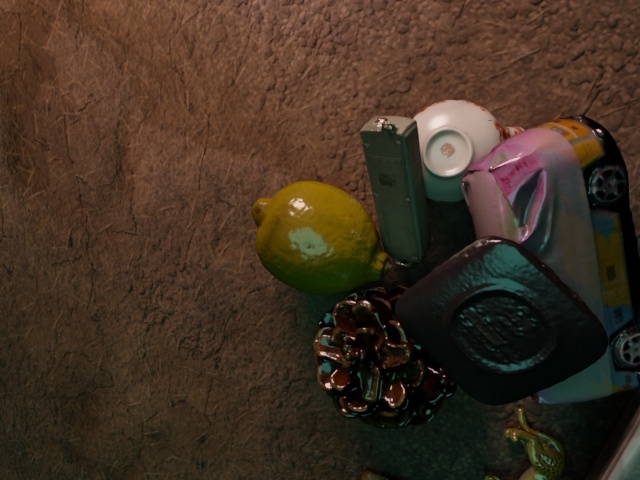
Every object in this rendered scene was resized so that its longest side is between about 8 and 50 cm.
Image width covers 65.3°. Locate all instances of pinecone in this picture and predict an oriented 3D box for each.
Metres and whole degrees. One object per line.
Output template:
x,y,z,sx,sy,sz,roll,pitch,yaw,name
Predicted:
0.107,0.187,0.796,0.244,0.257,0.243,0,94,3,pinecone

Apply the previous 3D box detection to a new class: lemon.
0.000,0.000,0.833,0.249,0.184,0.184,27,108,3,lemon

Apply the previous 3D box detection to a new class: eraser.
0.463,0.328,0.732,0.082,0.213,0.396,27,108,28,eraser

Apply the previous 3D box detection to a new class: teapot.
0.192,-0.137,0.789,0.246,0.116,0.159,-1,111,25,teapot

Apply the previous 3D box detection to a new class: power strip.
0.122,-0.072,0.779,0.078,0.052,0.272,15,138,35,power strip

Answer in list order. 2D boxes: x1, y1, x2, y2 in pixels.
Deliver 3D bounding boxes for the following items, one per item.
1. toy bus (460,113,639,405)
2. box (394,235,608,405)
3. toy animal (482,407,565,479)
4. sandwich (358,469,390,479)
0.316,0.034,0.692,0.163,0.171,0.386,-17,103,-6,toy bus
0.223,0.110,0.636,0.212,0.042,0.201,47,116,-1,box
0.365,0.392,0.849,0.136,0.073,0.181,20,94,6,toy animal
0.157,0.542,0.860,0.251,0.226,0.087,11,117,19,sandwich
